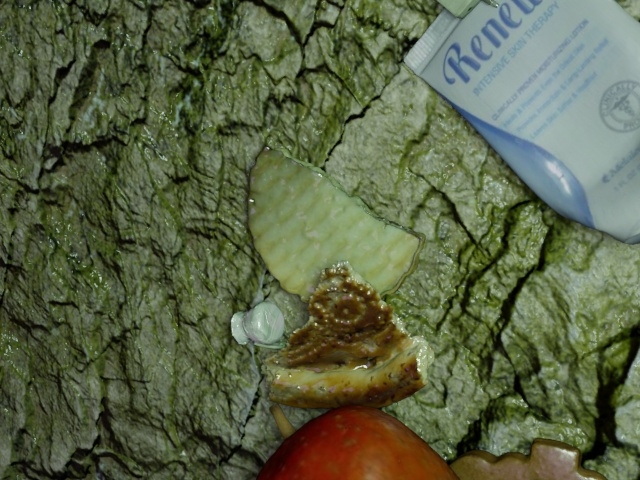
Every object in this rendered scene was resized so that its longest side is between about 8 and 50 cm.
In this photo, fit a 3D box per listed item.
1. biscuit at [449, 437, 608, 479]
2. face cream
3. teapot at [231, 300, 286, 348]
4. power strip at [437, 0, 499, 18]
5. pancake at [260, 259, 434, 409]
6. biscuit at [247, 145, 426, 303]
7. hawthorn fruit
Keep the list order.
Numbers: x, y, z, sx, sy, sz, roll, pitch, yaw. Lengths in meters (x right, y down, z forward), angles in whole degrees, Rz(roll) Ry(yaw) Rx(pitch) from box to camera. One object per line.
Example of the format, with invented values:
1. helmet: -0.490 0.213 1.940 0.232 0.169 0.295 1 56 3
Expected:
1. biscuit: 0.304 0.411 1.144 0.278 0.043 0.301 4 102 24
2. face cream: 0.303 -0.162 1.009 0.235 0.137 0.420 -49 68 26
3. teapot: -0.089 0.130 1.263 0.064 0.064 0.083 -14 124 34
4. power strip: 0.136 -0.357 1.058 0.227 0.029 0.080 46 115 18
5. pancake: 0.020 0.139 1.180 0.266 0.057 0.244 -2 121 17
6. biscuit: 0.000 0.000 1.205 0.273 0.036 0.187 35 113 14
7. hawthorn fruit: 0.027 0.347 1.150 0.330 0.287 0.287 50 116 25
